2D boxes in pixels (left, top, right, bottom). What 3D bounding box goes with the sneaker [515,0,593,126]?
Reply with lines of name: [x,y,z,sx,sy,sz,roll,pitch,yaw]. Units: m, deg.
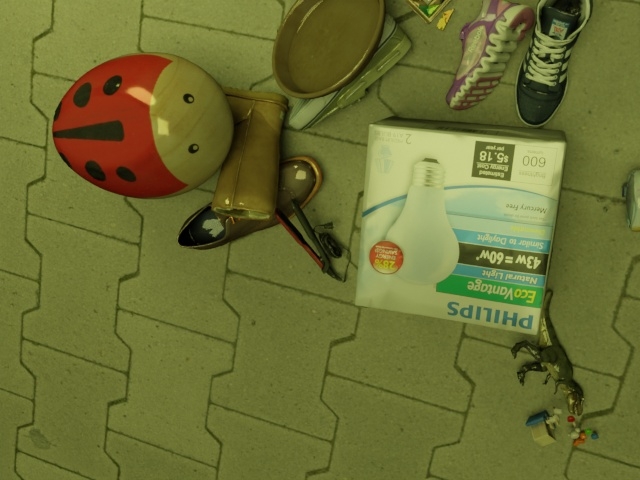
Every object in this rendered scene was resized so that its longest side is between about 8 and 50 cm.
sneaker: [0.418,-0.341,1.295,0.099,0.153,0.282,18,109,14]

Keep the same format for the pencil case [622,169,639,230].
pencil case: [0.699,-0.073,1.296,0.273,0.113,0.124,-1,113,19]

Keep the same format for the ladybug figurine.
ladybug figurine: [-0.391,-0.228,1.463,0.450,0.162,0.304,-3,101,30]

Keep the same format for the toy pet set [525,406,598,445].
toy pet set: [0.506,0.389,1.518,0.114,0.065,0.122,-31,130,27]

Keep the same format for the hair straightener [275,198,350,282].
hair straightener: [0.000,0.000,1.554,0.089,0.047,0.230,-32,111,13]

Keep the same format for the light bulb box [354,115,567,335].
light bulb box: [0.271,-0.042,1.387,0.358,0.225,0.360,7,106,16]

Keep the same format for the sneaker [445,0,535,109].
sneaker: [0.305,-0.363,1.367,0.104,0.095,0.236,48,128,27]

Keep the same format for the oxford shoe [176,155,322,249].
oxford shoe: [-0.159,-0.067,1.572,0.364,0.133,0.130,-30,93,23]

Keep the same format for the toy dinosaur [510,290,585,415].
toy dinosaur: [0.464,0.244,1.489,0.118,0.064,0.268,-18,98,7]

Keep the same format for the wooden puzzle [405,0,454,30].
wooden puzzle: [0.214,-0.475,1.403,0.116,0.014,0.078,40,113,5]

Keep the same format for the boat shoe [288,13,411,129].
boat shoe: [0.057,-0.322,1.448,0.094,0.109,0.302,36,118,-22]

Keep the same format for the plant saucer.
plant saucer: [0.018,-0.400,1.403,0.278,0.041,0.277,-16,64,35]

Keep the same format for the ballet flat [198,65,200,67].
ballet flat: [-0.398,-0.290,1.621,0.124,0.116,0.342,51,119,21]

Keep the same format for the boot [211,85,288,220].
boot: [-0.192,-0.187,1.509,0.236,0.089,0.269,5,75,17]
